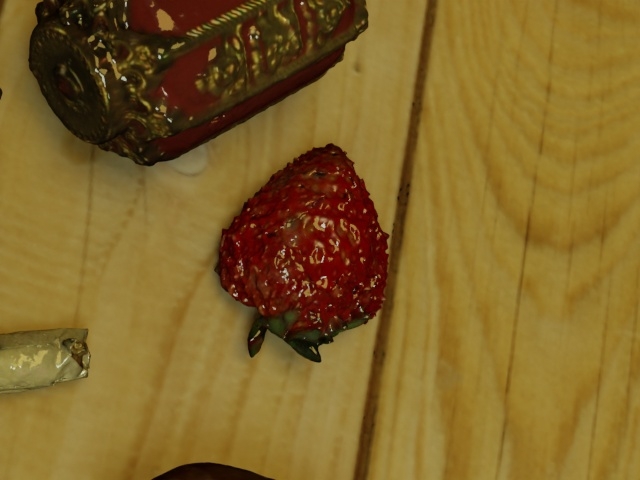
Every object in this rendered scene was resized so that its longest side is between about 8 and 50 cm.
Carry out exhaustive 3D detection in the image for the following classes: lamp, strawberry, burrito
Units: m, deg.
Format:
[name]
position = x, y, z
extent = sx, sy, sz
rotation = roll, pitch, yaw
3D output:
[lamp]
position = -0.088, -0.168, 1.325
extent = 0.274, 0.177, 0.177
rotation = -32, 85, -35
[strawberry]
position = 0.000, 0.003, 1.341
extent = 0.192, 0.085, 0.140
rotation = -37, 86, -35
[burrito]
position = -0.245, 0.088, 1.208
extent = 0.185, 0.041, 0.045
rotation = -4, 112, -29

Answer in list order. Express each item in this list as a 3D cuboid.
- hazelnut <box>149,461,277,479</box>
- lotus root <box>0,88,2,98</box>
[hazelnut]
position = -0.059, 0.244, 1.135
extent = 0.234, 0.218, 0.218
rotation = -5, 71, -26
[lotus root]
position = -0.349, -0.015, 1.125
extent = 0.142, 0.210, 0.314
rotation = 41, 43, -19
